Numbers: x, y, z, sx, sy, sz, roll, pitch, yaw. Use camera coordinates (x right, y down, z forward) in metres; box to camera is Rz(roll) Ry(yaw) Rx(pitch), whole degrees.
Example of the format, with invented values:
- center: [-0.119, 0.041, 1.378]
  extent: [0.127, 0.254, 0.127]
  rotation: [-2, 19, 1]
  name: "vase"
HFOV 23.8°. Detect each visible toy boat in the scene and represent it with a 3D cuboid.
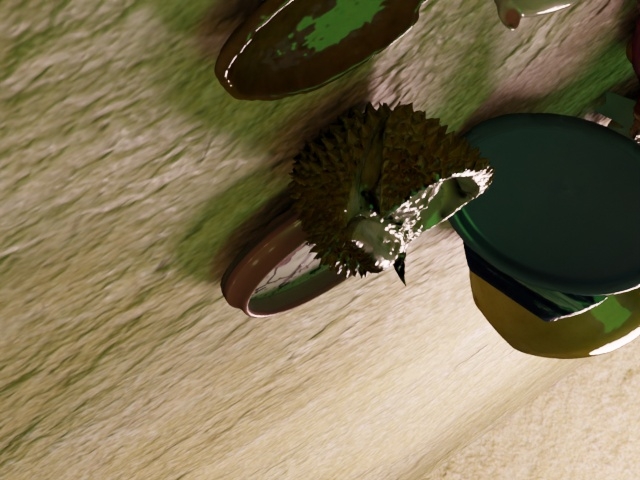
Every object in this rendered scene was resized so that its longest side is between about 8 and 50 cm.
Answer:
- center: [0.305, -0.055, 1.873]
  extent: [0.291, 0.220, 0.067]
  rotation: [-57, 164, 6]
  name: "toy boat"

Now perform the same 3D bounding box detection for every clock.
- center: [-0.001, -0.001, 1.646]
  extent: [0.244, 0.056, 0.244]
  rotation: [-31, 164, -10]
  name: "clock"

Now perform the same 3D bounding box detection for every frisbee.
- center: [0.277, -0.048, 1.737]
  extent: [0.289, 0.289, 0.049]
  rotation: [-58, -174, 52]
  name: "frisbee"

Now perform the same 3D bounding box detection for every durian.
- center: [0.059, -0.053, 1.480]
  extent: [0.193, 0.138, 0.237]
  rotation: [-32, 159, -16]
  name: "durian"

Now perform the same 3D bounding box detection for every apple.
- center: [0.334, 0.040, 2.030]
  extent: [0.262, 0.262, 0.262]
  rotation: [-31, 162, -11]
  name: "apple"

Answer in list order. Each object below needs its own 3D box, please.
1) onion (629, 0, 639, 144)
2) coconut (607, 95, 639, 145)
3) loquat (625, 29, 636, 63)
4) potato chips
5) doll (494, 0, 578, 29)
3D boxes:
- center: [0.410, -0.254, 1.560]
  extent: [0.267, 0.159, 0.349]
  rotation: [3, 148, -45]
  name: "onion"
- center: [0.490, -0.123, 1.941]
  extent: [0.234, 0.224, 0.224]
  rotation: [-45, 160, 18]
  name: "coconut"
- center: [0.412, -0.209, 1.724]
  extent: [0.113, 0.137, 0.137]
  rotation: [-65, 158, 4]
  name: "loquat"
- center: [0.004, -0.182, 1.192]
  extent: [0.202, 0.049, 0.150]
  rotation: [-32, 158, 1]
  name: "potato chips"
- center: [0.208, -0.258, 1.259]
  extent: [0.181, 0.110, 0.107]
  rotation: [-36, 161, 12]
  name: "doll"
